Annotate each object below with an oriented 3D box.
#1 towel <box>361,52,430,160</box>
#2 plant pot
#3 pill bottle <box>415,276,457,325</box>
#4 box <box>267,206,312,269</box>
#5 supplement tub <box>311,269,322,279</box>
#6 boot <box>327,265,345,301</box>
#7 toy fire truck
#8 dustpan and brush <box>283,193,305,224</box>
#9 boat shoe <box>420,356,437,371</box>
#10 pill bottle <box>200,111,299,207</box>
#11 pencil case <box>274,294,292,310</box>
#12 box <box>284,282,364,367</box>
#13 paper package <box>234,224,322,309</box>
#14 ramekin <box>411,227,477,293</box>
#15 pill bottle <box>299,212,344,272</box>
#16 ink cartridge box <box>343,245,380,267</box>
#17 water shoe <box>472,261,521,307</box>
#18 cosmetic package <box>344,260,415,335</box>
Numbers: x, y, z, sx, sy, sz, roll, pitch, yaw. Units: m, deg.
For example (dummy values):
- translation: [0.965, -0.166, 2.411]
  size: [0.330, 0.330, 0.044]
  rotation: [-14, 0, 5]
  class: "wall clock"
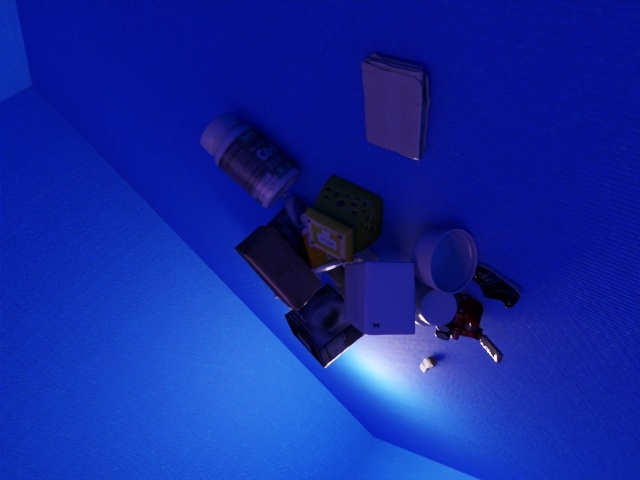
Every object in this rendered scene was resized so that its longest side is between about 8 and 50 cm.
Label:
- translation: [0.201, -0.356, 1.173]
  size: [0.187, 0.049, 0.282]
  rotation: [29, 151, 27]
  class: "towel"
- translation: [0.078, -0.064, 1.584]
  size: [0.228, 0.207, 0.227]
  rotation: [28, 149, 24]
  class: "plant pot"
- translation: [0.363, 0.209, 1.541]
  size: [0.169, 0.169, 0.301]
  rotation: [46, 177, -7]
  class: "pill bottle"
- translation: [-0.101, -0.012, 1.967]
  size: [0.247, 0.142, 0.163]
  rotation: [34, 153, 19]
  class: "box"
- translation: [-0.163, 0.151, 2.213]
  size: [0.338, 0.207, 0.207]
  rotation: [-2, 130, 54]
  class: "supplement tub"
- translation: [0.124, 0.170, 1.977]
  size: [0.208, 0.190, 0.076]
  rotation: [58, 133, 19]
  class: "boot"
- translation: [0.560, 0.321, 1.597]
  size: [0.247, 0.158, 0.216]
  rotation: [15, 145, 21]
  class: "toy fire truck"
- translation: [-0.128, -0.164, 1.844]
  size: [0.061, 0.147, 0.210]
  rotation: [-15, 89, 19]
  class: "dustpan and brush"
- translation: [0.540, 0.604, 2.133]
  size: [0.056, 0.048, 0.152]
  rotation: [56, 154, 28]
  class: "boat shoe"
- translation: [-0.278, -0.315, 1.689]
  size: [0.361, 0.204, 0.204]
  rotation: [42, 153, 0]
  class: "pill bottle"
- translation: [-0.076, 0.391, 2.501]
  size: [0.410, 0.160, 0.183]
  rotation: [41, 138, 2]
  class: "pencil case"
- translation: [0.028, 0.422, 2.200]
  size: [0.296, 0.294, 0.182]
  rotation: [38, 155, 41]
  class: "box"
- translation: [-0.188, 0.108, 1.850]
  size: [0.324, 0.168, 0.309]
  rotation: [50, 167, -15]
  class: "paper package"
- translation: [0.385, 0.059, 1.371]
  size: [0.207, 0.207, 0.109]
  rotation: [56, 160, -24]
  class: "ramekin"
- translation: [0.000, 0.000, 1.778]
  size: [0.136, 0.137, 0.245]
  rotation: [-34, 73, 62]
  class: "pill bottle"
- translation: [0.200, 0.130, 1.859]
  size: [0.370, 0.069, 0.176]
  rotation: [49, 151, -8]
  class: "ink cartridge box"
- translation: [0.545, 0.140, 1.402]
  size: [0.203, 0.080, 0.072]
  rotation: [30, 150, 22]
  class: "water shoe"
- translation: [0.193, 0.190, 1.532]
  size: [0.162, 0.229, 0.453]
  rotation: [1, 176, -4]
  class: "cosmetic package"
